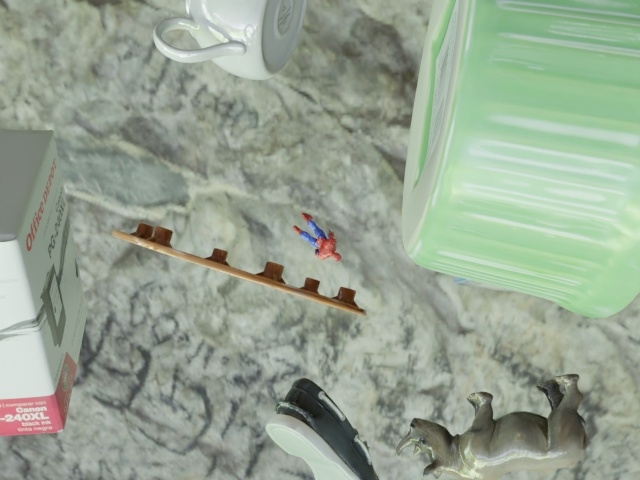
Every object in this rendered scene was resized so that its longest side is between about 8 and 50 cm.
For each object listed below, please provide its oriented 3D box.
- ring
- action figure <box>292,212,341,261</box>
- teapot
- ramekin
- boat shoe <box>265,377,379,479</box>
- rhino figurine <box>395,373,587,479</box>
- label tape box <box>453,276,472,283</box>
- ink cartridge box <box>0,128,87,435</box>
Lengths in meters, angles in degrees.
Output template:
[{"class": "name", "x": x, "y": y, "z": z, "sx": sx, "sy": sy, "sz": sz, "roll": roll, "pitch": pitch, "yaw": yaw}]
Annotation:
[{"class": "ring", "x": -0.098, "y": 0.033, "z": 1.183, "sx": 0.337, "sy": 0.336, "sz": 0.032, "roll": 16, "pitch": -93, "yaw": 11}, {"class": "action figure", "x": 0.000, "y": 0.000, "z": 1.244, "sx": 0.038, "sy": 0.030, "sz": 0.115, "roll": -52, "pitch": -148, "yaw": 6}, {"class": "teapot", "x": -0.143, "y": -0.391, "z": 1.545, "sx": 0.187, "sy": 0.256, "sz": 0.252, "roll": 16, "pitch": -87, "yaw": 13}, {"class": "ramekin", "x": 0.154, "y": -0.104, "z": 0.680, "sx": 0.148, "sy": 0.303, "sz": 0.303, "roll": 9, "pitch": -118, "yaw": 0}, {"class": "boat shoe", "x": 0.032, "y": 0.321, "z": 1.411, "sx": 0.114, "sy": 0.302, "sz": 0.091, "roll": 6, "pitch": -127, "yaw": 36}, {"class": "rhino figurine", "x": 0.204, "y": 0.236, "z": 1.130, "sx": 0.243, "sy": 0.073, "sz": 0.106, "roll": -16, "pitch": -106, "yaw": 18}, {"class": "label tape box", "x": 0.389, "y": 0.037, "z": 1.431, "sx": 0.348, "sy": 0.249, "sz": 0.115, "roll": 10, "pitch": -94, "yaw": 4}, {"class": "ink cartridge box", "x": -0.183, "y": 0.024, "z": 0.547, "sx": 0.063, "sy": 0.150, "sz": 0.109, "roll": -1, "pitch": -141, "yaw": -3}]
